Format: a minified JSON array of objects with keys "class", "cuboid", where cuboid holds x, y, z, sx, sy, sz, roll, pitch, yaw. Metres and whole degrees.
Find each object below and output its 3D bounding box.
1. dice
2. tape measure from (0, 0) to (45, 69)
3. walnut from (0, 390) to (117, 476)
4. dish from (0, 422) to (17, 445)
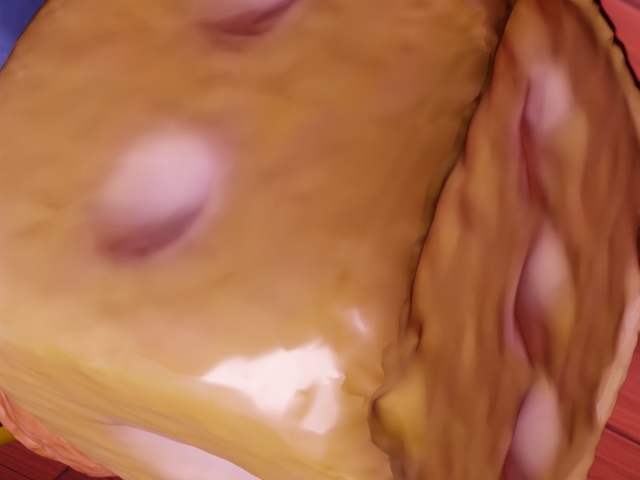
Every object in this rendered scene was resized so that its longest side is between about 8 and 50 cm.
[{"class":"dice","cuboid":[0.000,0.000,0.798,0.227,0.233,0.238,13,157,32]},{"class":"tape measure","cuboid":[-0.244,-0.168,0.863,0.215,0.098,0.351,0,147,48]},{"class":"walnut","cuboid":[-0.160,0.085,1.320,0.165,0.165,0.197,13,155,29]},{"class":"dish","cuboid":[-0.330,0.084,1.421,0.262,0.108,0.221,49,-179,17]}]
